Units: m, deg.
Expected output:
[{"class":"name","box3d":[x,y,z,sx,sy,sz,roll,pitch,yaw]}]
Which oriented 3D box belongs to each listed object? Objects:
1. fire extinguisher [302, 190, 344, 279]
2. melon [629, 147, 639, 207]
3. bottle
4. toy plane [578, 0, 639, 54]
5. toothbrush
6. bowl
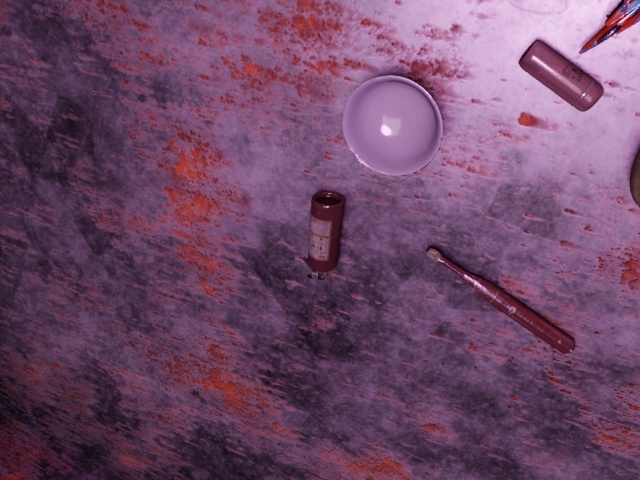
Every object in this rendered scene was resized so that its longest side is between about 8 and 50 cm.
[{"class":"fire extinguisher","box3d":[0.000,0.000,1.301,0.099,0.071,0.231,35,134,36]},{"class":"melon","box3d":[0.567,-0.118,0.946,0.114,0.114,0.168,17,125,14]},{"class":"bottle","box3d":[0.395,-0.270,0.967,0.140,0.053,0.053,36,127,-1]},{"class":"toy plane","box3d":[0.468,-0.350,0.879,0.130,0.061,0.189,31,141,-21]},{"class":"toothbrush","box3d":[0.372,0.120,1.223,0.364,0.041,0.041,35,127,1]},{"class":"bowl","box3d":[0.142,-0.220,1.088,0.188,0.086,0.189,12,123,19]}]
